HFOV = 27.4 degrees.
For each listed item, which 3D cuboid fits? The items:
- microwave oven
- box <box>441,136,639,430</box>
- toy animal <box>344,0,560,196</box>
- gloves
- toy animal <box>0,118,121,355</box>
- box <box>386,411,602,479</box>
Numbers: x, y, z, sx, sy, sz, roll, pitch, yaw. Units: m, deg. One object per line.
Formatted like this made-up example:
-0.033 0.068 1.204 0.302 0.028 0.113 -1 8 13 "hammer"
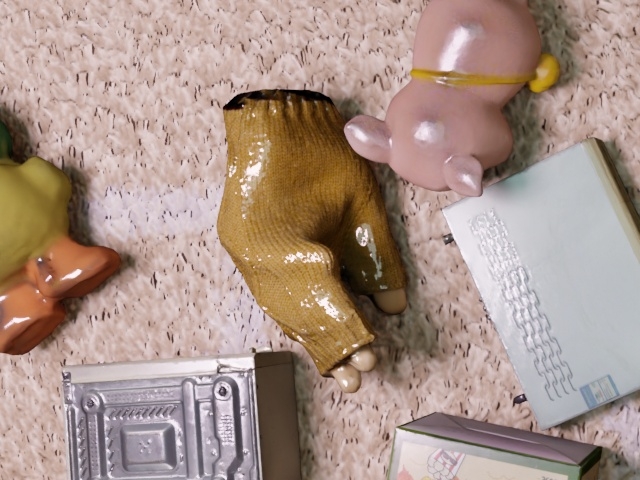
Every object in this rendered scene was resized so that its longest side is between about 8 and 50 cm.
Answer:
-0.160 0.224 1.510 0.241 0.145 0.194 -5 83 18 "microwave oven"
0.266 0.049 1.425 0.211 0.045 0.270 -28 80 15 "box"
0.158 -0.170 1.425 0.165 0.149 0.248 19 82 33 "toy animal"
-0.013 -0.002 1.457 0.155 0.203 0.356 -29 73 38 "gloves"
-0.421 -0.037 1.580 0.216 0.191 0.338 -44 75 12 "toy animal"
0.179 0.275 1.374 0.195 0.177 0.148 10 92 18 "box"
